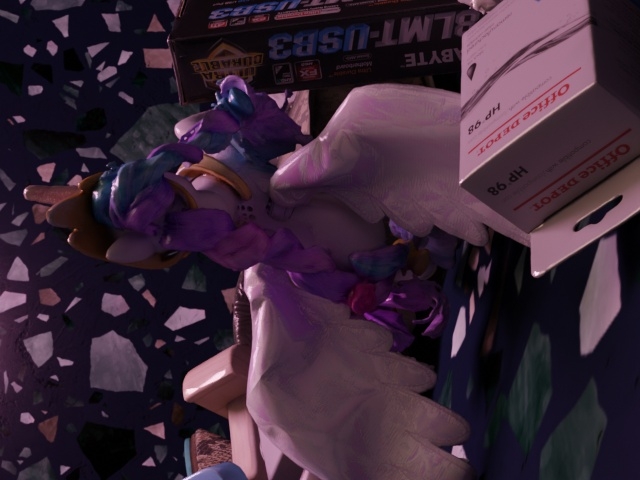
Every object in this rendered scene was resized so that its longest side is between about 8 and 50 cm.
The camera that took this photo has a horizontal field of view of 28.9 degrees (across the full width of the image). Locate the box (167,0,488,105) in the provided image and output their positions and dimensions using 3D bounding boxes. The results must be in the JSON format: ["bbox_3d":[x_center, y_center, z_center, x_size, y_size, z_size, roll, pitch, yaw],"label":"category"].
[{"bbox_3d":[0.025,-0.229,1.146,0.293,0.296,0.073,-88,-11,-57],"label":"box"}]

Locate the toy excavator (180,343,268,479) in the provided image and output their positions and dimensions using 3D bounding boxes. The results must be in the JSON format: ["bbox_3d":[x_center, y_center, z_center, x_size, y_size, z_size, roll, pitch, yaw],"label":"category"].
[{"bbox_3d":[-0.104,0.333,1.373,0.432,0.222,0.445,63,-161,13],"label":"toy excavator"}]

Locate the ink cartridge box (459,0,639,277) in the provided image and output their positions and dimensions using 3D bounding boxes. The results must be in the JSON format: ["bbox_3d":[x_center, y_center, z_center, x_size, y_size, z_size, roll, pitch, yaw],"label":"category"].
[{"bbox_3d":[0.135,-0.079,0.708,0.104,0.060,0.180,-38,30,35],"label":"ink cartridge box"}]

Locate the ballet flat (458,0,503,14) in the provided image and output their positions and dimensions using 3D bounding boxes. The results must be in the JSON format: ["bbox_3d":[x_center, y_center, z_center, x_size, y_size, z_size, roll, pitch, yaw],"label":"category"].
[{"bbox_3d":[0.164,-0.359,0.950,0.147,0.147,0.408,155,128,-83],"label":"ballet flat"}]

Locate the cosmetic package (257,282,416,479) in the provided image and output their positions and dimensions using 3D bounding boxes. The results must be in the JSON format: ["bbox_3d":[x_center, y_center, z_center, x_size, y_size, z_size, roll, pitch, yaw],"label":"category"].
[{"bbox_3d":[0.012,0.141,1.310,0.117,0.086,0.231,-107,34,-59],"label":"cosmetic package"}]

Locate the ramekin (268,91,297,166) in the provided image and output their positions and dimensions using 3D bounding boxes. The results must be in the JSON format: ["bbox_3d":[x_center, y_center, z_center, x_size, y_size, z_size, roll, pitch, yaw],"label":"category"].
[{"bbox_3d":[-0.031,-0.161,2.035,0.109,0.207,0.207,-133,55,-72],"label":"ramekin"}]

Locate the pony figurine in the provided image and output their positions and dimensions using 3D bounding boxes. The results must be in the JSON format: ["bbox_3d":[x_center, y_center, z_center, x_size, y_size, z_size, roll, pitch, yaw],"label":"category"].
[{"bbox_3d":[0.000,0.000,0.943,0.363,0.351,0.302,-32,-39,-71],"label":"pony figurine"}]

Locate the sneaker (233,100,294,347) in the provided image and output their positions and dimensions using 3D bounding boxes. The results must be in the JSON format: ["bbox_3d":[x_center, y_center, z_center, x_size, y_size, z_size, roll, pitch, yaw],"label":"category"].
[{"bbox_3d":[-0.006,0.035,1.782,0.257,0.169,0.447,83,-163,-65],"label":"sneaker"}]

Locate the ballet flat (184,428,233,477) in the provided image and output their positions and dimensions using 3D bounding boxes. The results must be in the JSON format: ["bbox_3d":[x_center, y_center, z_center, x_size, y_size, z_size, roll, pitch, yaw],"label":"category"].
[{"bbox_3d":[-0.106,0.400,1.665,0.483,0.182,0.164,-90,-15,-68],"label":"ballet flat"}]

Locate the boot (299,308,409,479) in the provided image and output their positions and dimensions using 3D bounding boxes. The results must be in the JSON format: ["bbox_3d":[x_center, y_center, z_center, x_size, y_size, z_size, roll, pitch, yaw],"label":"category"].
[{"bbox_3d":[0.048,0.199,1.116,0.115,0.112,0.305,56,-147,-55],"label":"boot"}]

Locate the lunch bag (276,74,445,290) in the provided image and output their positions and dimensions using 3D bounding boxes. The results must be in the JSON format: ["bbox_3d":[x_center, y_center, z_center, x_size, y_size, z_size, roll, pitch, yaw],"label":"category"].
[{"bbox_3d":[0.037,-0.107,1.389,0.235,0.169,0.287,109,167,-48],"label":"lunch bag"}]
